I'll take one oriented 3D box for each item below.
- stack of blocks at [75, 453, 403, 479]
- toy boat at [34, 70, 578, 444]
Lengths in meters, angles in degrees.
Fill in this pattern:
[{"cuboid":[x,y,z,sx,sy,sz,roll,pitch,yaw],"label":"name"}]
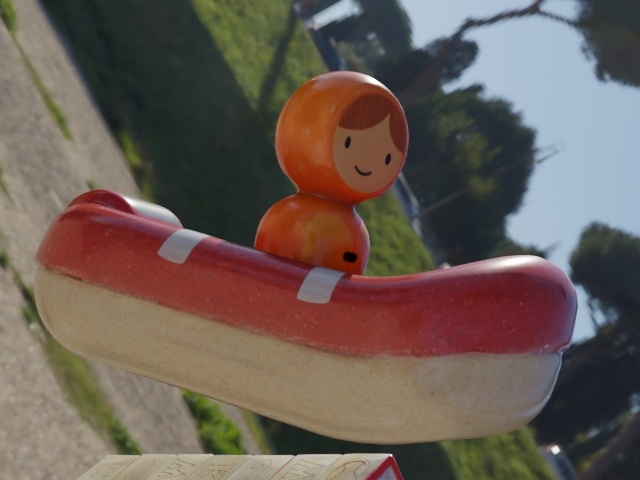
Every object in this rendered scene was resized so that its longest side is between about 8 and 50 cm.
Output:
[{"cuboid":[-0.052,0.241,0.856,0.297,0.087,0.171,-9,-70,44],"label":"stack of blocks"},{"cuboid":[0.000,0.000,0.546,0.231,0.151,0.151,15,-1,18],"label":"toy boat"}]
